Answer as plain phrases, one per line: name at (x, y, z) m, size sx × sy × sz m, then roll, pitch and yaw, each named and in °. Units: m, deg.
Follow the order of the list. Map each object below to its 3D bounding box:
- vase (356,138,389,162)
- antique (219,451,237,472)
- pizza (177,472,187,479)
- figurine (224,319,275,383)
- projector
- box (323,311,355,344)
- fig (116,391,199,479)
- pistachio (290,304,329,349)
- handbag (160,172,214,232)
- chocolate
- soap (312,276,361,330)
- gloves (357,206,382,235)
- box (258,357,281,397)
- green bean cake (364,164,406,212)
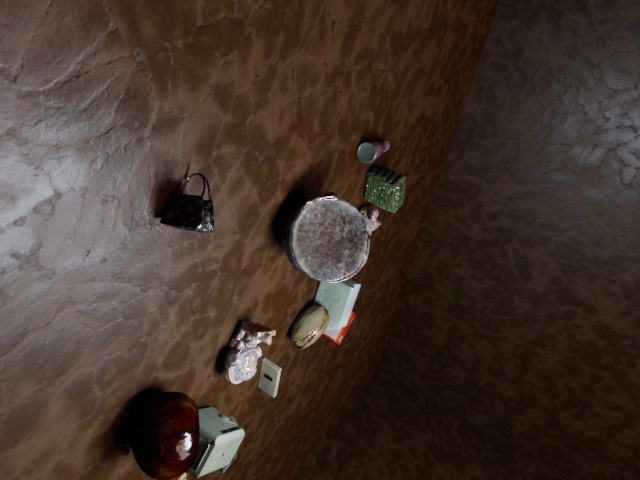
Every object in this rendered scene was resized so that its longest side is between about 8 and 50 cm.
vase at (0.229, -0.383, 2.019) m, size 0.214 × 0.086 × 0.086 m, roll -35°, pitch 144°, yaw -58°
antique at (-0.392, 0.837, 1.938) m, size 0.086 × 0.088 × 0.183 m, roll -39°, pitch 148°, yaw -46°
pizza at (-0.521, 0.905, 1.808) m, size 0.078 × 0.025 × 0.083 m, roll -62°, pitch 157°, yaw 0°
figurine at (-0.257, 0.403, 1.700) m, size 0.162 × 0.141 × 0.237 m, roll 20°, pitch 96°, yaw -63°
projector at (-0.391, 0.682, 1.657) m, size 0.163 × 0.177 × 0.242 m, roll -61°, pitch 156°, yaw -1°
box at (0.079, 0.420, 2.470) m, size 0.182 × 0.133 × 0.099 m, roll -61°, pitch 159°, yaw -12°
fig at (-0.440, 0.551, 1.371) m, size 0.214 × 0.235 × 0.235 m, roll 28°, pitch 88°, yaw -31°
pistachio at (-0.045, 0.382, 2.151) m, size 0.215 × 0.144 × 0.144 m, roll -53°, pitch 155°, yaw -25°
handbag at (-0.299, -0.091, 1.141) m, size 0.072 × 0.115 × 0.139 m, roll 29°, pitch 71°, yaw -66°
chocolate at (0.000, 0.000, 1.699) m, size 0.303 × 0.303 × 0.213 m, roll -58°, pitch -164°, yaw -15°
soap at (0.057, 0.294, 2.235) m, size 0.095 × 0.172 × 0.290 m, roll -22°, pitch 134°, yaw -57°
gloves at (0.223, -0.101, 2.287) m, size 0.144 × 0.094 × 0.110 m, roll 54°, pitch 37°, yaw -42°
box at (-0.216, 0.582, 2.049) m, size 0.024 × 0.090 × 0.167 m, roll -34°, pitch 144°, yaw -50°
green bean cake at (0.288, -0.228, 2.184) m, size 0.094 × 0.173 × 0.181 m, roll -45°, pitch 152°, yaw -36°
